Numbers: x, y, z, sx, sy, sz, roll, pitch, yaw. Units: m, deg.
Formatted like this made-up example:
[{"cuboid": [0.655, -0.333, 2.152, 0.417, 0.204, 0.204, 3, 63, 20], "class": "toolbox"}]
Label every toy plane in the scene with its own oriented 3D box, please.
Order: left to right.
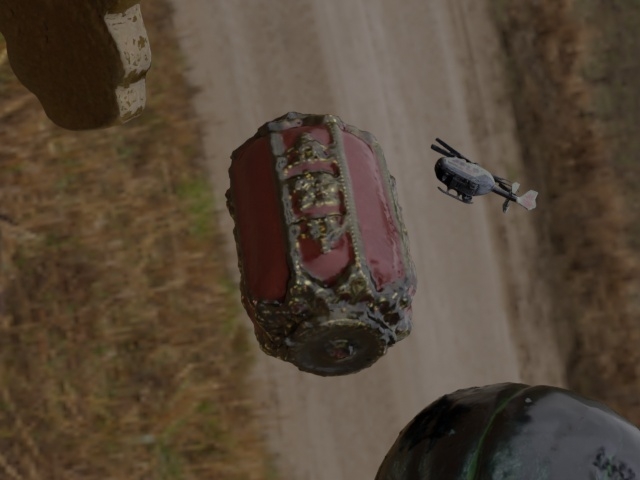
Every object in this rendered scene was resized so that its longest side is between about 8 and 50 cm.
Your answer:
[{"cuboid": [0.158, -0.059, 1.461, 0.049, 0.121, 0.031, -57, 173, -47], "class": "toy plane"}]

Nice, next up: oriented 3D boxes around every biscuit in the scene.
[{"cuboid": [-0.212, -0.230, 1.049, 0.320, 0.183, 0.047, 54, 43, -1], "class": "biscuit"}]

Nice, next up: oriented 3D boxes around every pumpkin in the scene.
[{"cuboid": [0.186, 0.272, 1.279, 0.238, 0.315, 0.315, -57, 133, -34], "class": "pumpkin"}]

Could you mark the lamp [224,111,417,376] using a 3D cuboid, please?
[{"cuboid": [0.000, 0.000, 1.442, 0.177, 0.177, 0.274, 48, 23, -47], "class": "lamp"}]
